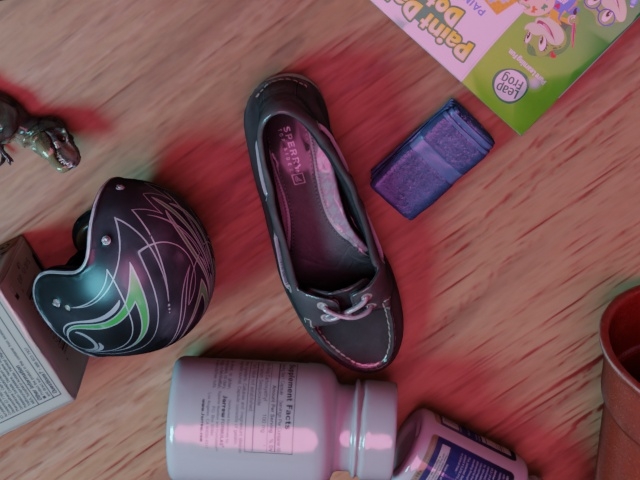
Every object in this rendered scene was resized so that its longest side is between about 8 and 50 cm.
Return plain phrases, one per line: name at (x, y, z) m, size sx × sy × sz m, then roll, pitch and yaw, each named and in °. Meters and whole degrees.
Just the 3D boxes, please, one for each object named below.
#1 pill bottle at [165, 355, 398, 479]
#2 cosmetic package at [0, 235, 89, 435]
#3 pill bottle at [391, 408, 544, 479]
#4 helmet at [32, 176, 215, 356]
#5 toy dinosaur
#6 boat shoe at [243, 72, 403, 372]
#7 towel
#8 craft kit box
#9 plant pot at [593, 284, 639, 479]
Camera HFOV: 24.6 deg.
pill bottle at (-0.038, 0.189, 1.510) m, size 0.229 × 0.131 × 0.131 m, roll 3°, pitch 112°, yaw 1°
cosmetic package at (-0.402, 0.137, 1.500) m, size 0.296 × 0.129 × 0.153 m, roll -25°, pitch 111°, yaw 10°
pill bottle at (0.160, 0.254, 1.554) m, size 0.169 × 0.094 × 0.094 m, roll 27°, pitch 110°, yaw -9°
helmet at (-0.182, 0.026, 1.434) m, size 0.161 × 0.169 × 0.169 m, roll -30°, pitch 109°, yaw 29°
toy dinosaur at (-0.368, -0.115, 1.436) m, size 0.268 × 0.064 × 0.118 m, roll 29°, pitch 96°, yaw -7°
boat shoe at (0.000, 0.000, 1.453) m, size 0.112 × 0.095 × 0.335 m, roll -16°, pitch 111°, yaw 7°
towel at (0.110, -0.079, 1.456) m, size 0.119 × 0.029 × 0.067 m, roll -42°, pitch 105°, yaw 15°
craft kit box at (0.182, -0.268, 1.367) m, size 0.250 × 0.061 × 0.246 m, roll 39°, pitch 110°, yaw -13°
plant pot at (0.389, 0.219, 1.461) m, size 0.272 × 0.272 × 0.265 m, roll 5°, pitch 120°, yaw -1°
